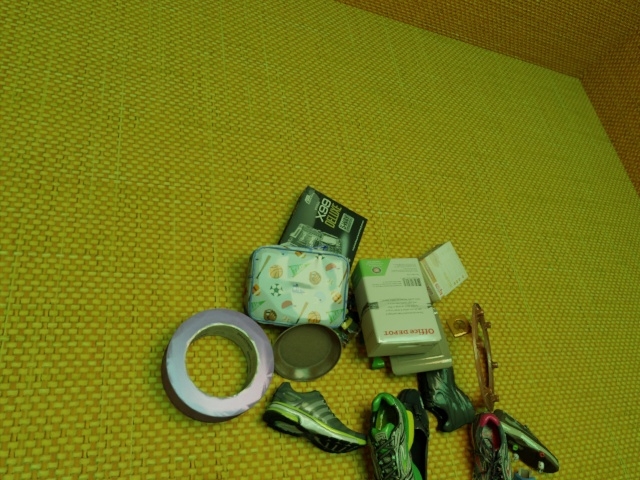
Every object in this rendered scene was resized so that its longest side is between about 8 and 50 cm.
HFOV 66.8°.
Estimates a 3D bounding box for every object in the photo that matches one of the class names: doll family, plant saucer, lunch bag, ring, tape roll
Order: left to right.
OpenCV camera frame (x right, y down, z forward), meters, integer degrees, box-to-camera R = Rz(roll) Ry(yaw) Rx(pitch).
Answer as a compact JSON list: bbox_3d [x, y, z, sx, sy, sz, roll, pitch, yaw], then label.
[{"bbox_3d":[-0.262,0.319,1.249,0.274,0.090,0.275,13,58,-21],"label":"tape roll"},{"bbox_3d":[-0.061,0.129,1.395,0.303,0.115,0.244,8,79,-14],"label":"lunch bag"},{"bbox_3d":[-0.040,0.300,1.338,0.198,0.199,0.036,17,20,-18],"label":"plant saucer"},{"bbox_3d":[0.085,0.230,1.496,0.111,0.076,0.193,40,47,5],"label":"doll family"},{"bbox_3d":[0.526,0.364,1.537,0.336,0.032,0.337,-10,90,-67],"label":"ring"}]

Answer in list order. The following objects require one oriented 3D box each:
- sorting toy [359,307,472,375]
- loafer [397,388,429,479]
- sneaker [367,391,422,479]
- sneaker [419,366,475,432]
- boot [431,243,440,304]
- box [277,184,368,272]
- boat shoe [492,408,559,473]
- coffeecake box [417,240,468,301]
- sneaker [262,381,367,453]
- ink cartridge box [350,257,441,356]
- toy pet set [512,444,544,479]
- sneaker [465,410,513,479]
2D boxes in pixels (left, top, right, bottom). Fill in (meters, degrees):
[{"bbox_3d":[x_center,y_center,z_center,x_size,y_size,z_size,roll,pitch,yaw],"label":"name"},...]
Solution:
[{"bbox_3d":[0.295,0.313,1.496,0.347,0.047,0.196,-9,53,2],"label":"sorting toy"},{"bbox_3d":[0.272,0.566,1.375,0.109,0.095,0.303,20,55,-16],"label":"loafer"},{"bbox_3d":[0.173,0.564,1.257,0.146,0.134,0.344,50,27,-39],"label":"sneaker"},{"bbox_3d":[0.354,0.447,1.489,0.130,0.109,0.286,-20,69,-24],"label":"sneaker"},{"bbox_3d":[0.362,0.098,1.709,0.236,0.089,0.269,52,53,-8],"label":"boot"},{"bbox_3d":[0.000,0.000,1.579,0.242,0.076,0.308,30,54,-10],"label":"box"},{"bbox_3d":[0.651,0.628,1.540,0.257,0.095,0.095,38,46,-3],"label":"boat shoe"},{"bbox_3d":[0.395,0.105,1.630,0.185,0.068,0.143,-28,90,-39],"label":"coffeecake box"},{"bbox_3d":[0.000,0.469,1.289,0.299,0.111,0.121,30,45,-14],"label":"sneaker"},{"bbox_3d":[0.218,0.196,1.447,0.198,0.115,0.273,0,56,-15],"label":"ink cartridge box"},{"bbox_3d":[0.610,0.694,1.472,0.065,0.122,0.114,-24,115,-63],"label":"toy pet set"},{"bbox_3d":[0.493,0.653,1.405,0.120,0.112,0.300,-7,65,4],"label":"sneaker"}]
